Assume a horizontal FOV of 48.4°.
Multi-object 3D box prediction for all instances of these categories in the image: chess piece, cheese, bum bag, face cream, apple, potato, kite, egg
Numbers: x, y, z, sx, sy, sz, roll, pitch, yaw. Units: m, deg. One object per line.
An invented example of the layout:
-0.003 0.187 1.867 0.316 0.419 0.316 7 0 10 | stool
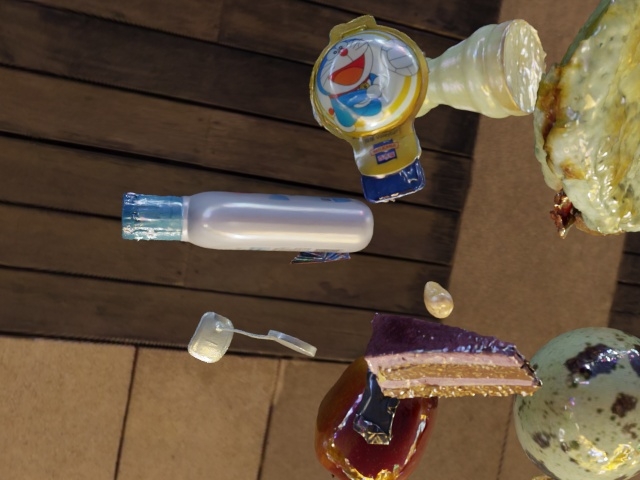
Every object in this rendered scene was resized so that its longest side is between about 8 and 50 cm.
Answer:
0.319 -0.404 1.802 0.234 0.441 0.234 1 89 -48 | chess piece
0.076 -0.189 1.003 0.176 0.069 0.271 -16 81 13 | cheese
0.127 0.334 1.518 0.087 0.049 0.198 13 80 14 | bum bag
-0.104 -0.027 0.995 0.336 0.163 0.080 2 92 -14 | face cream
0.131 0.443 1.719 0.288 0.288 0.317 29 96 -23 | apple
0.258 0.129 1.566 0.062 0.083 0.068 11 134 -18 | potato
0.000 0.000 1.615 0.159 0.010 0.190 34 60 7 | kite
0.525 0.333 1.396 0.287 0.288 0.380 -6 135 -21 | egg

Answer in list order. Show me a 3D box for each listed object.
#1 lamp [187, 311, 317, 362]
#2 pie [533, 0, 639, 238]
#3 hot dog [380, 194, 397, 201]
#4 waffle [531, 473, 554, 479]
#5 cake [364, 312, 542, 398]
-0.076 0.113 0.755 0.050 0.198 0.056 33 72 -30 | lamp
0.242 -0.135 0.498 0.275 0.105 0.257 -59 149 -1 | pie
0.137 -0.145 1.650 0.056 0.041 0.133 -36 74 10 | hot dog
0.629 0.634 1.788 0.032 0.191 0.125 16 57 -40 | waffle
0.189 0.190 1.094 0.116 0.295 0.113 53 56 -32 | cake
